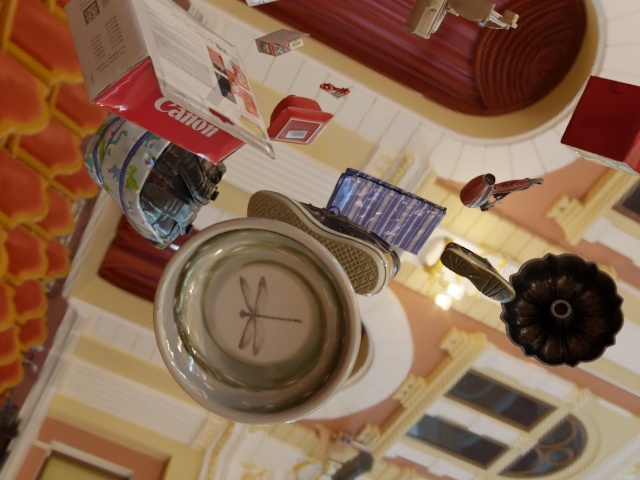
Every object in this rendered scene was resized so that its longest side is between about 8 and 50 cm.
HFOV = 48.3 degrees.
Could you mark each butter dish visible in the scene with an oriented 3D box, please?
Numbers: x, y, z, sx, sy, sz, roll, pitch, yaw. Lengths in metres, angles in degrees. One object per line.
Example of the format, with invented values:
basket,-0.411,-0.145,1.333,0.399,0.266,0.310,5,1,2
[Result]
butter dish,-0.071,-0.349,1.971,0.160,0.160,0.118,-44,-127,49

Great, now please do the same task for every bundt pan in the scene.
bundt pan,0.675,0.207,2.013,0.331,0.331,0.124,-67,158,-13

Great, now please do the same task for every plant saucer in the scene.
plant saucer,-0.116,0.149,1.368,0.400,0.400,0.100,-62,175,14

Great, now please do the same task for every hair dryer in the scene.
hair dryer,0.516,-0.163,2.098,0.223,0.080,0.293,-30,166,28

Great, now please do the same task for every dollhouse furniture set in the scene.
dollhouse furniture set,0.463,-0.660,2.222,0.303,0.355,0.174,-6,127,-57

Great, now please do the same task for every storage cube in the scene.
storage cube,0.780,-0.294,1.861,0.215,0.184,0.193,31,-79,42

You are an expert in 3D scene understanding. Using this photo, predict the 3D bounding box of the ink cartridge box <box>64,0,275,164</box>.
ink cartridge box,-0.238,-0.254,1.179,0.130,0.309,0.272,-32,-117,20

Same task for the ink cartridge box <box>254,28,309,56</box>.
ink cartridge box,-0.069,-0.366,1.325,0.063,0.029,0.115,-27,-149,-20

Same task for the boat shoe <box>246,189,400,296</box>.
boat shoe,0.000,0.000,1.928,0.156,0.500,0.187,-14,123,-51

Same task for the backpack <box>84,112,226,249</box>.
backpack,-0.386,-0.160,1.671,0.290,0.273,0.355,-52,-178,-6

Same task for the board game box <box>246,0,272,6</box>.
board game box,-0.131,-0.718,1.873,0.305,0.193,0.053,44,35,-82

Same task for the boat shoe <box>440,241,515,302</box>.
boat shoe,0.417,0.076,1.861,0.080,0.223,0.073,-54,-175,48

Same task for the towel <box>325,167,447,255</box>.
towel,0.187,-0.080,2.175,0.243,0.336,0.040,117,-7,-50

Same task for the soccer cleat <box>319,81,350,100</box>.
soccer cleat,0.035,-0.369,1.778,0.035,0.083,0.029,91,22,-44
